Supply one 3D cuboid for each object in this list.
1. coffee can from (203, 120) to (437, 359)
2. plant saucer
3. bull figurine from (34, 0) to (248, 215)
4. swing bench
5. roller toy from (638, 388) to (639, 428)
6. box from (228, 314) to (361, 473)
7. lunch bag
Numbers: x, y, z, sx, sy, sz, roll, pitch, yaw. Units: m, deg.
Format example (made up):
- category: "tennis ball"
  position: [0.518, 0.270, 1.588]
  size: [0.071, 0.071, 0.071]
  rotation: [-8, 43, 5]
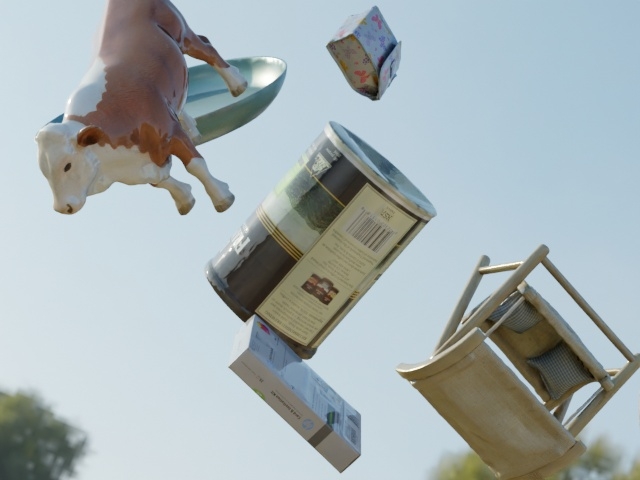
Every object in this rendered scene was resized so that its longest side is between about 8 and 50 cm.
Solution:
- category: "coffee can"
  position: [0.000, 0.000, 2.252]
  size: [0.201, 0.275, 0.201]
  rotation: [40, 10, -9]
- category: "plant saucer"
  position: [-0.188, -0.152, 1.945]
  size: [0.317, 0.317, 0.044]
  rotation: [3, -64, 46]
- category: "bull figurine"
  position: [-0.167, -0.121, 1.525]
  size: [0.101, 0.310, 0.188]
  rotation: [-26, -54, 30]
- category: "swing bench"
  position: [0.293, 0.186, 2.359]
  size: [0.253, 0.255, 0.165]
  rotation: [46, -26, -16]
- category: "roller toy"
  position: [0.412, 0.188, 1.653]
  size: [0.146, 0.209, 0.191]
  rotation: [-9, -18, 29]
- category: "box"
  position: [-0.028, 0.181, 1.924]
  size: [0.186, 0.038, 0.145]
  rotation: [45, 10, -9]
- category: "lunch bag"
  position: [0.055, -0.203, 1.754]
  size: [0.053, 0.071, 0.083]
  rotation: [-16, -65, 36]
